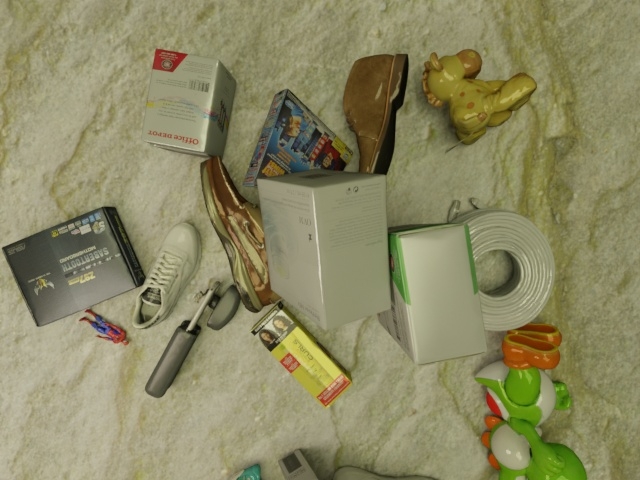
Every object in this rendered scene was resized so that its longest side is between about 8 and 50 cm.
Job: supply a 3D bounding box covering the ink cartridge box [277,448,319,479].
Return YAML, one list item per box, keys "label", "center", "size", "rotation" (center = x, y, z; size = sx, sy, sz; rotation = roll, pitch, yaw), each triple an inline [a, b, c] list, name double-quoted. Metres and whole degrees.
- label: "ink cartridge box"
  center: [0.014, 0.575, 0.802]
  size: [0.060, 0.275, 0.239]
  rotation: [-22, 93, -18]

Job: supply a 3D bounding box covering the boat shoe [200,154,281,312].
- label: "boat shoe"
  center: [-0.149, -0.017, 0.855]
  size: [0.119, 0.122, 0.325]
  rotation: [-20, 99, -7]

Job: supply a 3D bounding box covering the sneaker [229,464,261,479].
- label: "sneaker"
  center: [-0.096, 0.613, 0.893]
  size: [0.110, 0.107, 0.275]
  rotation: [-38, 93, -7]

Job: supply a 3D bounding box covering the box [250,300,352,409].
- label: "box"
  center: [-0.040, 0.244, 0.890]
  size: [0.087, 0.058, 0.232]
  rotation: [-43, 93, 1]

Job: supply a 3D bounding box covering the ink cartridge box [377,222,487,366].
- label: "ink cartridge box"
  center: [0.175, 0.076, 0.769]
  size: [0.121, 0.289, 0.212]
  rotation: [-10, 93, -3]

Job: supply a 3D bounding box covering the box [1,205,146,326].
- label: "box"
  center: [-0.515, 0.054, 0.876]
  size: [0.232, 0.059, 0.184]
  rotation: [-21, 94, 0]

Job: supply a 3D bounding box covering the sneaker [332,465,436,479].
- label: "sneaker"
  center: [0.171, 0.575, 0.857]
  size: [0.292, 0.169, 0.108]
  rotation: [10, 91, -2]

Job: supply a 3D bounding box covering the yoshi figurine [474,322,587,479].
- label: "yoshi figurine"
  center: [0.453, 0.367, 0.837]
  size: [0.203, 0.203, 0.363]
  rotation: [-2, 99, -9]

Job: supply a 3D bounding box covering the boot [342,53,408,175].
- label: "boot"
  center: [0.099, -0.232, 0.856]
  size: [0.115, 0.112, 0.306]
  rotation: [10, 87, 15]

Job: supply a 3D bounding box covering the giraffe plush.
- label: "giraffe plush"
  center: [0.282, -0.293, 0.816]
  size: [0.210, 0.181, 0.171]
  rotation: [-30, 81, -16]

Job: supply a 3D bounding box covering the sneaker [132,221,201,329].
- label: "sneaker"
  center: [-0.320, 0.074, 0.862]
  size: [0.090, 0.095, 0.235]
  rotation: [21, 91, 0]

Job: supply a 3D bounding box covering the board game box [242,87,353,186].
- label: "board game box"
  center: [-0.057, -0.158, 0.828]
  size: [0.194, 0.060, 0.194]
  rotation: [38, 76, -29]

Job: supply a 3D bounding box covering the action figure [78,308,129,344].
- label: "action figure"
  center: [-0.468, 0.194, 0.901]
  size: [0.115, 0.030, 0.038]
  rotation: [33, 87, -4]

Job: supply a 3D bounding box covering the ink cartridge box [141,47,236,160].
- label: "ink cartridge box"
  center: [-0.257, -0.261, 0.825]
  size: [0.128, 0.127, 0.177]
  rotation: [12, 93, 2]

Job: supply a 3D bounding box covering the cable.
- label: "cable"
  center: [0.360, 0.061, 0.868]
  size: [0.256, 0.089, 0.257]
  rotation: [24, 93, -2]

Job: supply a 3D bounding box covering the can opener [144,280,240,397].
- label: "can opener"
  center: [-0.273, 0.210, 0.879]
  size: [0.093, 0.074, 0.281]
  rotation: [34, 93, -3]

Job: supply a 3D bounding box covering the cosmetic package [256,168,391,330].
- label: "cosmetic package"
  center: [0.000, 0.000, 0.721]
  size: [0.138, 0.224, 0.225]
  rotation: [-14, 107, -26]
